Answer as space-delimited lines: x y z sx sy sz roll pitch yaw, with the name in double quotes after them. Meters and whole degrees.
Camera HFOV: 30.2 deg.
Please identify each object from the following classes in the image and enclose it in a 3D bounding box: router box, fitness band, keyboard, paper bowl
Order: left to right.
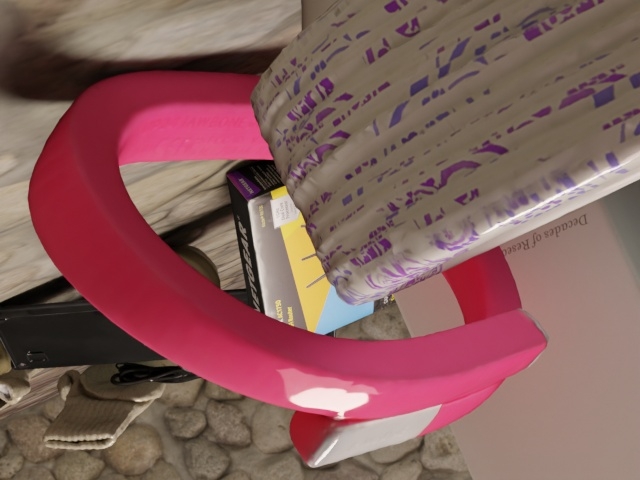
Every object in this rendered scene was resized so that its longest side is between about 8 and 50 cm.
-0.141 0.093 1.139 0.317 0.033 0.201 -3 150 -3 "keyboard"
-0.003 -0.001 0.570 0.291 0.209 0.054 -6 141 -53 "fitness band"
0.000 0.000 0.986 0.133 0.046 0.178 -23 134 -17 "router box"
0.107 -0.097 0.456 0.284 0.148 0.284 -24 175 -2 "paper bowl"

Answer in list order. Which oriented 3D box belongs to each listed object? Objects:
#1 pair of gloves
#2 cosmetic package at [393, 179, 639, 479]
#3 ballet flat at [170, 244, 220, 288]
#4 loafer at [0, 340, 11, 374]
-0.283 0.151 1.235 0.240 0.042 0.204 4 -164 15 "pair of gloves"
0.157 0.029 0.765 0.155 0.365 0.197 -27 175 29 "cosmetic package"
-0.153 0.045 1.212 0.086 0.086 0.248 -21 176 -33 "ballet flat"
-0.325 0.110 1.139 0.050 0.056 0.148 -24 -175 -20 "loafer"
